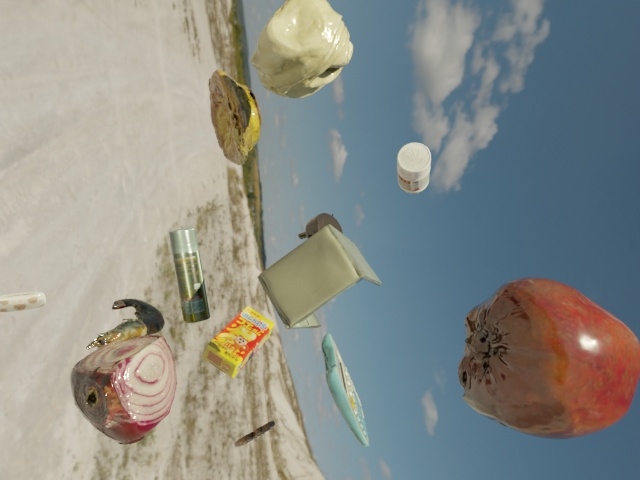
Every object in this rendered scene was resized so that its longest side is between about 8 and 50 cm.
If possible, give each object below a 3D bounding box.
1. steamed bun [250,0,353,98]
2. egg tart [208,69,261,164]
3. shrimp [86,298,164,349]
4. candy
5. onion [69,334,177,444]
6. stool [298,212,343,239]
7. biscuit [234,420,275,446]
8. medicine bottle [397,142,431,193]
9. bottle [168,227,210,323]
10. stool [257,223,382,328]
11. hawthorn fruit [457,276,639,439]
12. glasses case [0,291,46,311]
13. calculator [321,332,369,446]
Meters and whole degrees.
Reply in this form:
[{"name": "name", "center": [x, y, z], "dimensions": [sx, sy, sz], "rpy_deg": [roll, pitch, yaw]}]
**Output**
[{"name": "steamed bun", "center": [-0.034, -0.494, 1.185], "dimensions": [0.276, 0.203, 0.289], "rpy_deg": [-51, -174, -14]}, {"name": "egg tart", "center": [-0.291, -0.424, 1.557], "dimensions": [0.341, 0.129, 0.340], "rpy_deg": [46, -36, 49]}, {"name": "shrimp", "center": [-0.636, 0.259, 1.434], "dimensions": [0.058, 0.169, 0.296], "rpy_deg": [-58, 161, 21]}, {"name": "candy", "center": [-0.310, 0.386, 1.733], "dimensions": [0.276, 0.146, 0.088], "rpy_deg": [-41, 158, -55]}, {"name": "onion", "center": [-0.471, 0.358, 1.071], "dimensions": [0.216, 0.207, 0.206], "rpy_deg": [-29, 108, -63]}, {"name": "stool", "center": [0.000, 0.000, 1.492], "dimensions": [0.121, 0.125, 0.217], "rpy_deg": [-30, -144, 38]}, {"name": "biscuit", "center": [-0.257, 0.757, 1.741], "dimensions": [0.026, 0.175, 0.124], "rpy_deg": [59, 5, 21]}, {"name": "medicine bottle", "center": [0.160, -0.123, 0.770], "dimensions": [0.089, 0.057, 0.057], "rpy_deg": [59, 23, -70]}, {"name": "bottle", "center": [-0.402, 0.106, 1.372], "dimensions": [0.082, 0.082, 0.285], "rpy_deg": [-175, -104, -82]}, {"name": "stool", "center": [0.007, 0.113, 1.257], "dimensions": [0.170, 0.244, 0.270], "rpy_deg": [57, 9, 19]}, {"name": "hawthorn fruit", "center": [0.431, 0.225, 0.861], "dimensions": [0.308, 0.325, 0.308], "rpy_deg": [-27, -125, 46]}, {"name": "glasses case", "center": [-1.072, 0.218, 1.593], "dimensions": [0.041, 0.164, 0.063], "rpy_deg": [54, -42, 45]}, {"name": "calculator", "center": [0.089, 0.518, 1.516], "dimensions": [0.256, 0.055, 0.386], "rpy_deg": [-102, 168, -65]}]
